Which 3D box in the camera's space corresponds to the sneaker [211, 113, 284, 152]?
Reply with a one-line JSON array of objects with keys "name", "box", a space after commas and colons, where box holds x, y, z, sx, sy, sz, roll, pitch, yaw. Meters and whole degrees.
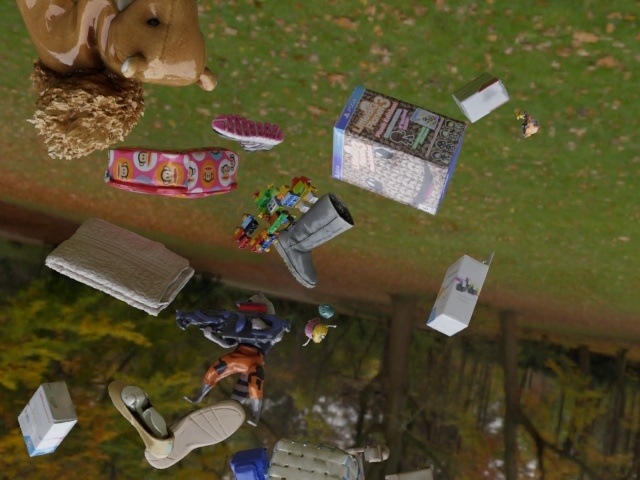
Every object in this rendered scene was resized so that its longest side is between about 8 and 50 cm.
[{"name": "sneaker", "box": [-0.172, -0.237, 1.810, 0.170, 0.063, 0.075, 7, 149, -28]}]

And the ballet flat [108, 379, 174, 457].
[{"name": "ballet flat", "box": [-0.401, 0.388, 1.815, 0.080, 0.073, 0.232, -18, -125, -45]}]

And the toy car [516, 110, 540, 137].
[{"name": "toy car", "box": [0.521, -0.308, 1.991, 0.041, 0.122, 0.060, -1, 131, 4]}]

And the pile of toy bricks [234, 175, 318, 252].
[{"name": "pile of toy bricks", "box": [-0.116, -0.074, 1.779, 0.118, 0.105, 0.212, 12, 131, -46]}]

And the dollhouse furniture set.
[{"name": "dollhouse furniture set", "box": [0.148, 0.762, 2.342, 0.355, 0.303, 0.174, -20, 161, 39]}]

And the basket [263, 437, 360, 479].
[{"name": "basket", "box": [-0.026, 0.601, 1.968, 0.255, 0.201, 0.289, 8, 157, 12]}]

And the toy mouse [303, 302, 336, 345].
[{"name": "toy mouse", "box": [-0.006, 0.216, 2.162, 0.031, 0.143, 0.161, 28, 130, -17]}]

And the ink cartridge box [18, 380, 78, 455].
[{"name": "ink cartridge box", "box": [-0.517, 0.337, 1.507, 0.052, 0.088, 0.122, 1, 139, -45]}]

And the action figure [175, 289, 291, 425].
[{"name": "action figure", "box": [-0.225, 0.283, 2.054, 0.341, 0.330, 0.178, 10, 155, 30]}]

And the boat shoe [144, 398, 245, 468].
[{"name": "boat shoe", "box": [-0.309, 0.465, 1.979, 0.103, 0.285, 0.092, 53, -166, -13]}]

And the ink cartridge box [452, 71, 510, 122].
[{"name": "ink cartridge box", "box": [0.466, -0.420, 2.322, 0.127, 0.072, 0.175, -32, -165, 11]}]

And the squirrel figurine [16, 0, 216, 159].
[{"name": "squirrel figurine", "box": [-0.356, -0.325, 1.416, 0.370, 0.397, 0.281, 34, -162, 33]}]

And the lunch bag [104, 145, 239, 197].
[{"name": "lunch bag", "box": [-0.363, -0.174, 1.903, 0.258, 0.120, 0.293, 9, -170, 28]}]

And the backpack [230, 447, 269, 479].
[{"name": "backpack", "box": [-0.187, 0.636, 2.143, 0.098, 0.120, 0.101, -11, -164, 17]}]

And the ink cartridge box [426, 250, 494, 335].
[{"name": "ink cartridge box", "box": [0.295, 0.100, 1.680, 0.062, 0.181, 0.104, 26, 158, -3]}]

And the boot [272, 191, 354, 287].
[{"name": "boot", "box": [0.000, 0.002, 1.969, 0.208, 0.189, 0.076, -31, -165, 22]}]

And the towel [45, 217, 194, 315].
[{"name": "towel", "box": [-0.432, 0.051, 1.741, 0.282, 0.049, 0.187, 23, -147, 4]}]

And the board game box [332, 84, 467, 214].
[{"name": "board game box", "box": [0.189, -0.221, 1.980, 0.291, 0.141, 0.232, 21, 155, 11]}]
